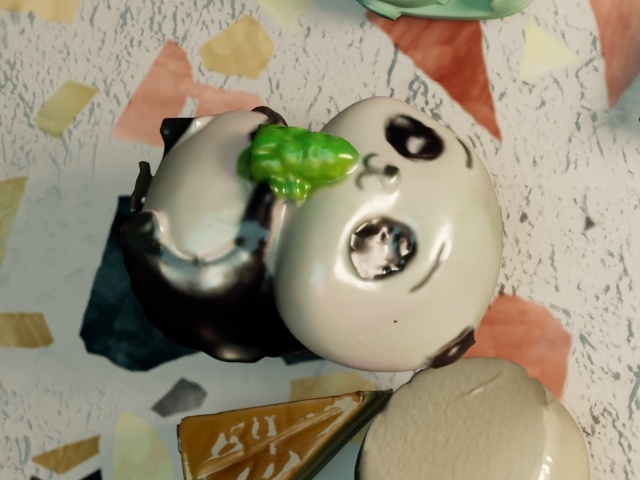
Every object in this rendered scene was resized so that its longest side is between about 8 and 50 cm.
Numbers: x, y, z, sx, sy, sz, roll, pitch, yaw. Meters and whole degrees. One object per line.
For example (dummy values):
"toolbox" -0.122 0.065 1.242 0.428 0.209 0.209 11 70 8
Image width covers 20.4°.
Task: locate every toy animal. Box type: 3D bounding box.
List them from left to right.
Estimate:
"toy animal" -0.002 -0.006 1.315 0.267 0.212 0.212 -4 85 26

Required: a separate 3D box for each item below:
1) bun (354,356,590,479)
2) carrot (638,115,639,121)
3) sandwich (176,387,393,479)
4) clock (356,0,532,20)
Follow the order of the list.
"bun" 0.116 0.181 1.298 0.173 0.120 0.173 -18 45 19
"carrot" 0.271 -0.145 1.297 0.048 0.048 0.139 16 91 23
"sandwich" -0.019 0.181 1.380 0.163 0.079 0.113 -11 84 20
"clock" 0.068 -0.248 1.379 0.211 0.066 0.159 -3 84 23
